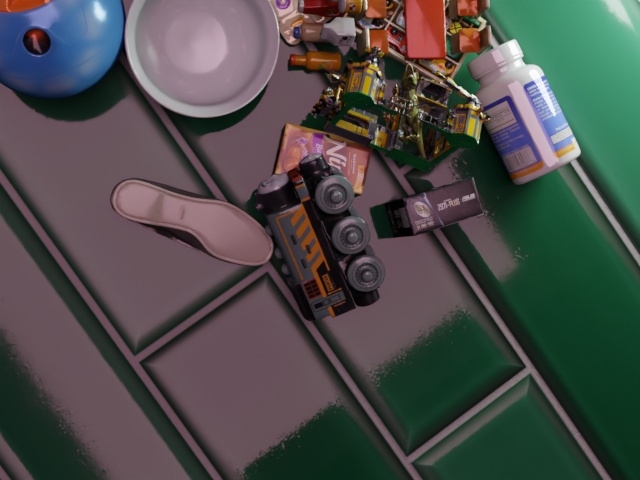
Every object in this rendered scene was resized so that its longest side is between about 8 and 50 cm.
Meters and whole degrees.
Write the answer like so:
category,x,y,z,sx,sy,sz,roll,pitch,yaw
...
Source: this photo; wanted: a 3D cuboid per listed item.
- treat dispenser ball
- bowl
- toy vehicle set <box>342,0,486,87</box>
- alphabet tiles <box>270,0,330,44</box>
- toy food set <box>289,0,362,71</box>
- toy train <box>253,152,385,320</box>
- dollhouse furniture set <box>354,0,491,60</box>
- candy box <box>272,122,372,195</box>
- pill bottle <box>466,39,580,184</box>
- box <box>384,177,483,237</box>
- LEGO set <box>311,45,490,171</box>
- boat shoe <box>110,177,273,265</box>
category,x,y,z,sx,sy,sz,roll,pitch,yaw
treat dispenser ball,-0.505,-0.406,1.676,0.288,0.288,0.288,0,89,-7
bowl,-0.239,-0.391,1.773,0.297,0.134,0.298,-3,100,-17
toy vehicle set,0.191,-0.454,1.893,0.266,0.035,0.166,30,85,-6
alphabet tiles,-0.087,-0.546,1.829,0.278,0.021,0.284,-36,106,4
toy food set,0.005,-0.429,1.781,0.104,0.232,0.111,0,71,-11
toy train,0.000,0.000,1.787,0.190,0.142,0.334,-24,109,-2
dollhouse furniture set,0.206,-0.489,1.808,0.261,0.135,0.259,-3,89,-7
candy box,0.005,-0.165,1.857,0.186,0.053,0.109,13,87,-9
pill bottle,0.408,-0.265,1.860,0.152,0.152,0.272,-26,92,-7
box,0.224,-0.064,1.818,0.147,0.180,0.078,-17,91,-7
LEGO set,0.162,-0.290,1.775,0.331,0.255,0.192,16,70,-8
boat shoe,-0.253,-0.042,1.812,0.335,0.095,0.112,21,90,-12
